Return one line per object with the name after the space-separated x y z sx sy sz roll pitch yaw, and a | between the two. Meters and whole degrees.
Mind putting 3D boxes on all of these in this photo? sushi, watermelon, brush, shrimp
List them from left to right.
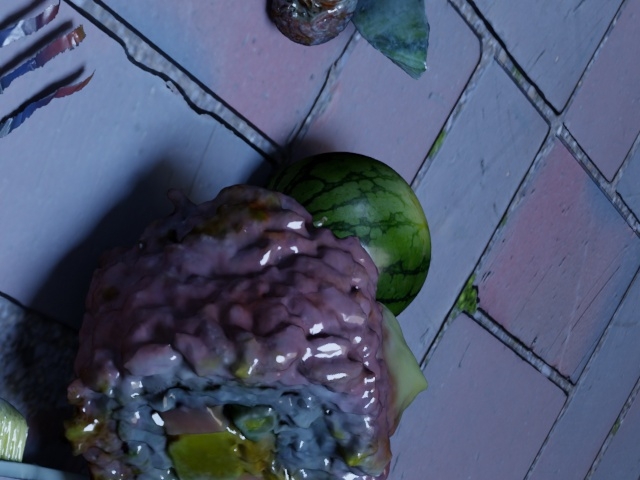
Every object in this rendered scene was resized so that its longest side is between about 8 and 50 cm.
-0.210 0.135 1.110 0.297 0.068 0.060 29 66 -63 | brush
-0.045 0.099 1.139 0.270 0.237 0.170 79 7 -47 | sushi
0.000 0.000 1.242 0.187 0.141 0.140 8 107 -48 | watermelon
0.007 -0.224 1.146 0.074 0.073 0.190 -95 -163 -53 | shrimp
0.053 -0.177 1.228 0.180 0.081 0.094 -82 153 -56 | watermelon

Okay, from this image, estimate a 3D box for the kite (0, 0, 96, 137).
-0.226 -0.062 0.966 0.245 0.015 0.141 -42 146 -31 | kite
